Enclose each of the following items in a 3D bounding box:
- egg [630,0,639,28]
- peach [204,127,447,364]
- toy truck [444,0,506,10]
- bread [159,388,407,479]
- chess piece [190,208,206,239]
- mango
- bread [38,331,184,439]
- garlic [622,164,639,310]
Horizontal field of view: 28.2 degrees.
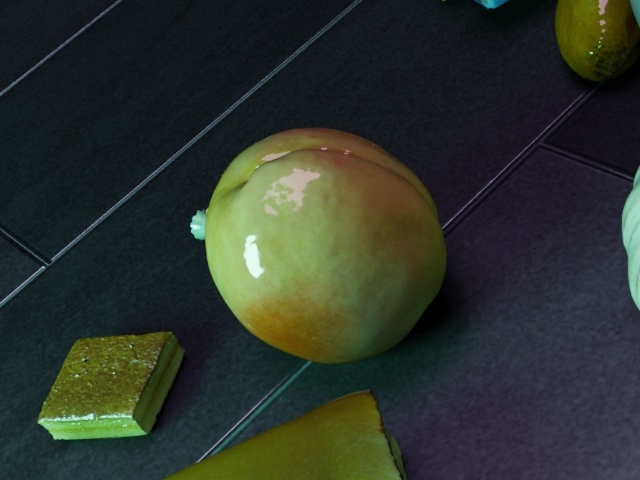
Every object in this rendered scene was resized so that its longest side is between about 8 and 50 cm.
[{"bbox_3d":[0.314,-0.208,0.992,0.146,0.146,0.198,-15,73,16],"label":"egg"},{"bbox_3d":[0.000,0.000,0.943,0.184,0.184,0.184,-16,40,14],"label":"peach"},{"bbox_3d":[0.124,-0.378,1.294,0.161,0.162,0.385,-32,39,-3],"label":"toy truck"},{"bbox_3d":[-0.106,0.230,0.827,0.361,0.077,0.138,-24,40,4],"label":"bread"},{"bbox_3d":[-0.079,-0.007,1.106,0.093,0.042,0.042,11,52,46],"label":"chess piece"},{"bbox_3d":[0.252,-0.212,1.099,0.105,0.084,0.159,10,52,44],"label":"mango"},{"bbox_3d":[-0.166,0.116,1.021,0.094,0.035,0.090,-6,43,25],"label":"bread"},{"bbox_3d":[0.271,-0.050,0.799,0.199,0.226,0.199,-21,40,18],"label":"garlic"}]
